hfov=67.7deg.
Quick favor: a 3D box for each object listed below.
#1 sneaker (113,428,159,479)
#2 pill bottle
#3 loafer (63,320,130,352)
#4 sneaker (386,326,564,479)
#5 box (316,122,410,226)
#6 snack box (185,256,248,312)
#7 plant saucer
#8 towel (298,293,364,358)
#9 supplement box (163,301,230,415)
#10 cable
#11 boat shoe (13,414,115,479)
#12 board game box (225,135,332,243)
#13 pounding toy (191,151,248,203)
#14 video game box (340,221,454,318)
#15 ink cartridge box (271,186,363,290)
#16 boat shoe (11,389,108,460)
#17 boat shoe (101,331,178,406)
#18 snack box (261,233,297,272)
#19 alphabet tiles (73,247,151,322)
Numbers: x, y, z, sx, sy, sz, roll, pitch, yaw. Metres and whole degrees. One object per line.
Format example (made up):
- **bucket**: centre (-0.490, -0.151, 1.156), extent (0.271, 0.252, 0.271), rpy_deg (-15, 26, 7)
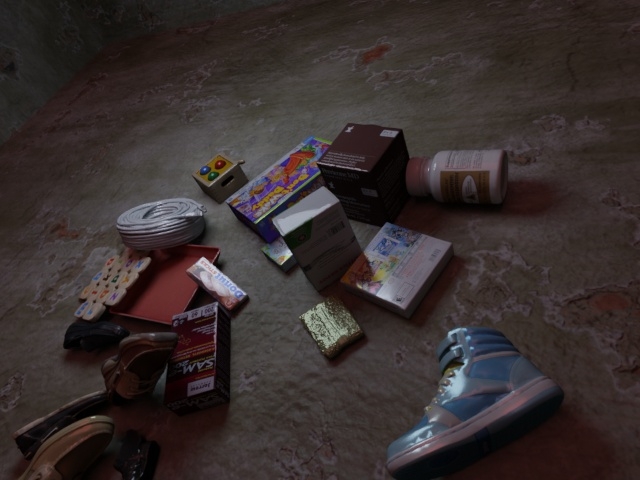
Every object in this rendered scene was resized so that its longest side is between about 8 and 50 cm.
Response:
- **sneaker**: centre (-0.398, 0.481, 1.004), extent (0.089, 0.051, 0.170), rpy_deg (-11, 41, 16)
- **pill bottle**: centre (0.338, -0.159, 1.188), extent (0.229, 0.131, 0.131), rpy_deg (4, 52, 29)
- **loafer**: centre (-0.608, 0.265, 1.291), extent (0.223, 0.076, 0.078), rpy_deg (-6, 52, 27)
- **sneaker**: centre (0.230, 0.272, 0.846), extent (0.319, 0.127, 0.208), rpy_deg (-22, 45, -9)
- **box**: centre (0.126, -0.171, 1.249), extent (0.169, 0.203, 0.167), rpy_deg (17, 59, 37)
- **snack box**: centre (-0.274, 0.116, 1.262), extent (0.178, 0.022, 0.064), rpy_deg (35, 63, 23)
- **plant saucer**: centre (-0.429, 0.123, 1.353), extent (0.259, 0.047, 0.258), rpy_deg (3, 52, 29)
- **towel**: centre (0.025, 0.191, 1.086), extent (0.110, 0.027, 0.148), rpy_deg (-34, 43, -8)
- **supplement box**: centre (-0.286, 0.273, 1.126), extent (0.130, 0.073, 0.239), rpy_deg (-19, 45, 8)
- **cable**: centre (-0.486, -0.056, 1.467), extent (0.257, 0.089, 0.257), rpy_deg (-18, 26, -21)
- **boat shoe**: centre (-0.565, 0.518, 1.008), extent (0.341, 0.121, 0.110), rpy_deg (-44, 50, -3)
- **board game box**: centre (-0.084, -0.162, 1.405), extent (0.347, 0.078, 0.233), rpy_deg (-40, 35, -13)
- **pounding toy**: centre (-0.342, -0.247, 1.623), extent (0.181, 0.094, 0.206), rpy_deg (-42, 46, -15)
- **video game box**: centre (0.179, 0.063, 1.118), extent (0.187, 0.048, 0.205), rpy_deg (23, 62, 37)
- **ink cartridge box**: centre (0.000, 0.000, 1.148), extent (0.153, 0.208, 0.087), rpy_deg (-33, 41, -7)
- **boat shoe**: centre (-0.605, 0.434, 1.143), extent (0.233, 0.084, 0.079), rpy_deg (-29, 79, -11)
- **boat shoe**: centre (-0.400, 0.293, 1.071), extent (0.324, 0.123, 0.116), rpy_deg (-41, 54, 45)
- **snack box**: centre (-0.077, 0.010, 1.296), extent (0.141, 0.037, 0.100), rpy_deg (-41, 44, -15)
- **alphabet tiles**: centre (-0.615, 0.118, 1.428), extent (0.278, 0.021, 0.284), rpy_deg (-1, 50, 44)
